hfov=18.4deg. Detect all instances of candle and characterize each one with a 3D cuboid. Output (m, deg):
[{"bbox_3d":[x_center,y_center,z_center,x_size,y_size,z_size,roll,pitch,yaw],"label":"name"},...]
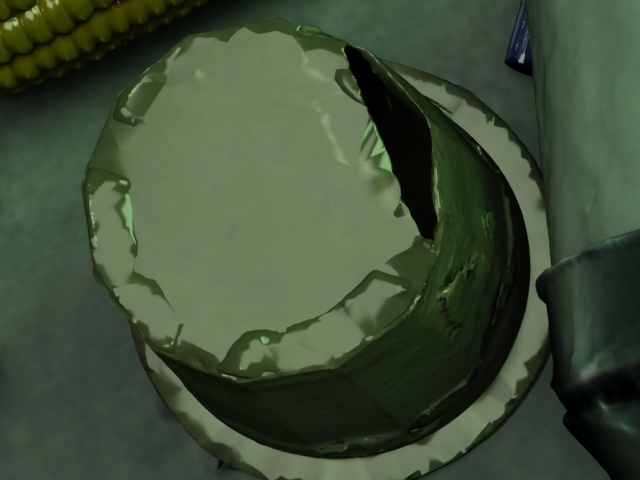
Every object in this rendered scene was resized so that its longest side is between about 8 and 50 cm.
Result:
[{"bbox_3d":[0.189,-0.072,0.812,0.221,0.221,0.342,-7,79,9],"label":"candle"}]

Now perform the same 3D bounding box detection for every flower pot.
[{"bbox_3d":[0.000,0.000,0.847,0.212,0.202,0.212,-1,80,6],"label":"flower pot"}]

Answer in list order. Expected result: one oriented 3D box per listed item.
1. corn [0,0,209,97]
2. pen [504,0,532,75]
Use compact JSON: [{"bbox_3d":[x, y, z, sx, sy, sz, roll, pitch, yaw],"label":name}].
[{"bbox_3d":[-0.052,-0.179,0.922,0.344,0.131,0.131,-26,77,3],"label":"corn"},{"bbox_3d":[0.125,-0.176,0.941,0.025,0.025,0.204,15,84,12],"label":"pen"}]
